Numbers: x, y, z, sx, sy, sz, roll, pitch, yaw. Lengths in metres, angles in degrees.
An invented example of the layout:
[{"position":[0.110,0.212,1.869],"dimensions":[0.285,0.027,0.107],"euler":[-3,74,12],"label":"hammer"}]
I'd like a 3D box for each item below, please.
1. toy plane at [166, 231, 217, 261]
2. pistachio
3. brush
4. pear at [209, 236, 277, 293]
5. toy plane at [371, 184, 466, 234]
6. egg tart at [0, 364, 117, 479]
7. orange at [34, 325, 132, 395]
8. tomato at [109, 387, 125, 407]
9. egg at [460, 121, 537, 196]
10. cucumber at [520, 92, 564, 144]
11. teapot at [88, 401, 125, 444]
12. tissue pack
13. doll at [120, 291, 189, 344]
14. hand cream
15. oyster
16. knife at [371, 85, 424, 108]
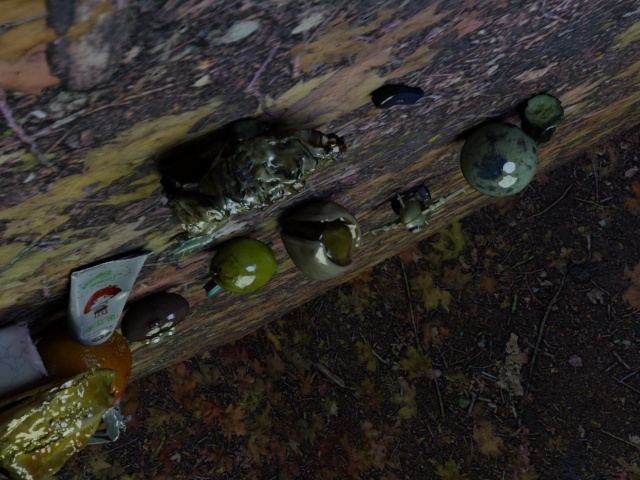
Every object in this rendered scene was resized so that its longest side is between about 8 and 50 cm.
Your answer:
[{"position":[-0.194,0.000,1.190],"dimensions":[0.083,0.033,0.080],"euler":[-32,172,-4],"label":"toy plane"},{"position":[0.000,0.000,1.446],"dimensions":[0.153,0.138,0.238],"euler":[10,169,-1],"label":"pistachio"},{"position":[-0.178,0.056,1.673],"dimensions":[0.193,0.032,0.043],"euler":[-40,164,16],"label":"brush"},{"position":[-0.142,0.045,1.421],"dimensions":[0.131,0.107,0.107],"euler":[-5,161,-37],"label":"pear"},{"position":[0.216,-0.066,1.812],"dimensions":[0.242,0.104,0.256],"euler":[-25,173,17],"label":"toy plane"},{"position":[-0.434,0.303,1.245],"dimensions":[0.297,0.132,0.297],"euler":[-33,169,-7],"label":"egg tart"},{"position":[-0.447,0.229,1.457],"dimensions":[0.193,0.161,0.193],"euler":[-15,-176,1],"label":"orange"},{"position":[-0.495,0.280,1.651],"dimensions":[0.187,0.187,0.151],"euler":[-26,-165,7],"label":"tomato"},{"position":[0.332,-0.150,1.460],"dimensions":[0.141,0.141,0.181],"euler":[-27,180,17],"label":"egg"},{"position":[0.418,-0.221,1.498],"dimensions":[0.077,0.077,0.265],"euler":[-27,171,10],"label":"cucumber"},{"position":[-0.573,0.377,1.898],"dimensions":[0.178,0.221,0.163],"euler":[-22,-157,12],"label":"teapot"},{"position":[-0.580,0.239,1.229],"dimensions":[0.271,0.124,0.201],"euler":[-20,171,-29],"label":"tissue pack"},{"position":[-0.330,0.155,1.622],"dimensions":[0.145,0.096,0.188],"euler":[-20,-175,16],"label":"doll"},{"position":[-0.353,0.095,1.257],"dimensions":[0.121,0.076,0.336],"euler":[-23,166,-30],"label":"hand cream"},{"position":[-0.075,-0.072,0.879],"dimensions":[0.198,0.092,0.259],"euler":[-24,177,19],"label":"oyster"},{"position":[0.100,-0.177,0.972],"dimensions":[0.031,0.018,0.121],"euler":[-38,168,30],"label":"knife"}]
